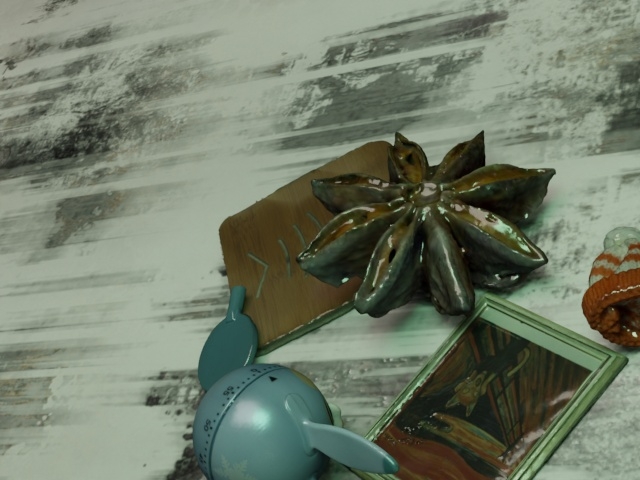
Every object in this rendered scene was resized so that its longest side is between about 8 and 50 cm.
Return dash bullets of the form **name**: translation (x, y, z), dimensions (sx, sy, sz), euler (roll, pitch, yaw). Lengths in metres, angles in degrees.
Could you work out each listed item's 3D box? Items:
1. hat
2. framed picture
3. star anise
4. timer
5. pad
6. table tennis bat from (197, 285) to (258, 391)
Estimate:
- **hat**: translation (0.335, 0.035, 1.325), dimensions (0.112, 0.094, 0.162), euler (-10, 39, 11)
- **framed picture**: translation (0.174, 0.186, 1.339), dimensions (0.273, 0.016, 0.216), euler (-48, 41, -16)
- **star anise**: translation (0.128, -0.015, 1.475), dimensions (0.331, 0.118, 0.332), euler (-9, 39, 7)
- **timer**: translation (-0.017, 0.224, 1.344), dimensions (0.255, 0.175, 0.175), euler (10, 55, 18)
- **pad**: translation (0.000, 0.000, 1.642), dimensions (0.284, 0.018, 0.286), euler (-28, 40, 9)
- **table tennis bat**: translation (-0.117, 0.128, 1.576), dimensions (0.100, 0.019, 0.155), euler (-22, 47, 37)
